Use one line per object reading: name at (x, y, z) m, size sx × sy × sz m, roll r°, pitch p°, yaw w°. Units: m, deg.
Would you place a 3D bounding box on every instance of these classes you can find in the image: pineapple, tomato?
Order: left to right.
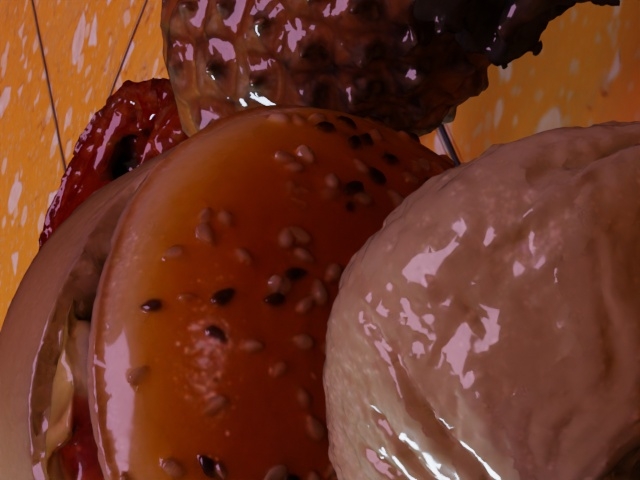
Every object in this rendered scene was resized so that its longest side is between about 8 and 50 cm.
tomato at (-0.115, -0.006, 1.448) m, size 0.228 × 0.101 × 0.228 m, roll -35°, pitch 47°, yaw 48°
pineapple at (0.067, -0.137, 0.956) m, size 0.340 × 0.169 × 0.169 m, roll -25°, pitch 56°, yaw 44°

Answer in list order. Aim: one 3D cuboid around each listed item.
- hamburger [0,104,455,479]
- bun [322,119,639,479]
hamburger at (-0.004, 0.084, 0.906) m, size 0.176 × 0.300 × 0.300 m, roll -12°, pitch 69°, yaw 48°
bun at (0.113, 0.055, 0.743) m, size 0.220 × 0.220 × 0.134 m, roll -63°, pitch 33°, yaw 34°
